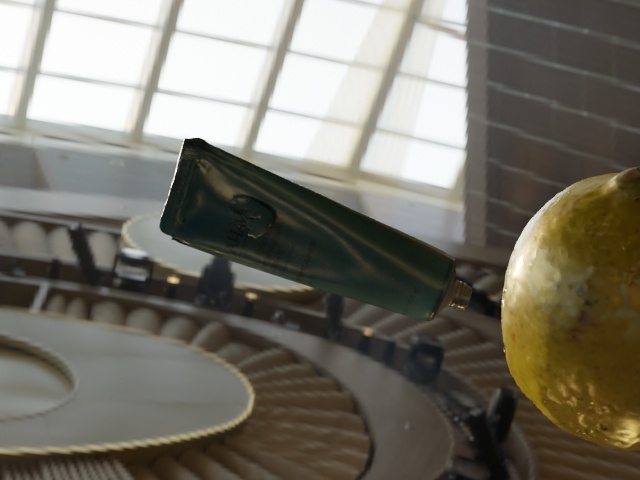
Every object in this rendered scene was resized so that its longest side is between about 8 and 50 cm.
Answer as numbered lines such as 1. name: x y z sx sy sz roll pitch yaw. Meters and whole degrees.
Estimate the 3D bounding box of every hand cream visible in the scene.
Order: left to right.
1. hand cream: 0.000 0.000 0.789 0.224 0.083 0.048 20 -151 0

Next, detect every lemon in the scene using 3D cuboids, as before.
1. lemon: 0.311 0.065 1.128 0.258 0.310 0.258 0 -151 0
